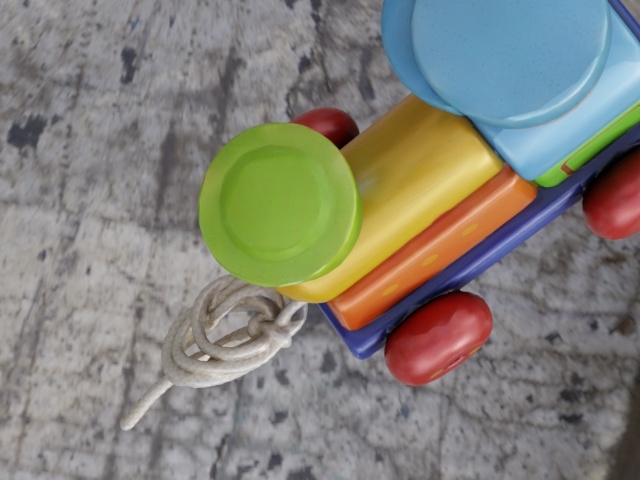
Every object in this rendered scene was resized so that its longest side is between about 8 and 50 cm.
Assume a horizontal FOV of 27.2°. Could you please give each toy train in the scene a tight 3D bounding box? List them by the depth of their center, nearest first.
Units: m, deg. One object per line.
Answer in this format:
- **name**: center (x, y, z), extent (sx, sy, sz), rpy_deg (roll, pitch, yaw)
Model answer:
- **toy train**: center (0.000, 0.000, 0.430), extent (0.248, 0.143, 0.105), rpy_deg (-38, 76, 12)
